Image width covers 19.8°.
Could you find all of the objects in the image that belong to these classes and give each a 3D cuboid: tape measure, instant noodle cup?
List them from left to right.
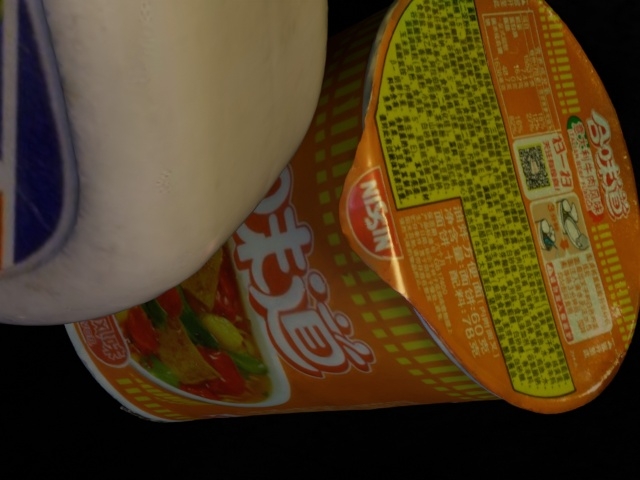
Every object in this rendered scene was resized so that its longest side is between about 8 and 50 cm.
[{"bbox_3d":[-0.124,-0.096,0.569,0.265,0.130,0.258,28,141,11],"label":"tape measure"},{"bbox_3d":[0.000,0.000,0.692,0.185,0.168,0.168,-16,137,38],"label":"instant noodle cup"}]
